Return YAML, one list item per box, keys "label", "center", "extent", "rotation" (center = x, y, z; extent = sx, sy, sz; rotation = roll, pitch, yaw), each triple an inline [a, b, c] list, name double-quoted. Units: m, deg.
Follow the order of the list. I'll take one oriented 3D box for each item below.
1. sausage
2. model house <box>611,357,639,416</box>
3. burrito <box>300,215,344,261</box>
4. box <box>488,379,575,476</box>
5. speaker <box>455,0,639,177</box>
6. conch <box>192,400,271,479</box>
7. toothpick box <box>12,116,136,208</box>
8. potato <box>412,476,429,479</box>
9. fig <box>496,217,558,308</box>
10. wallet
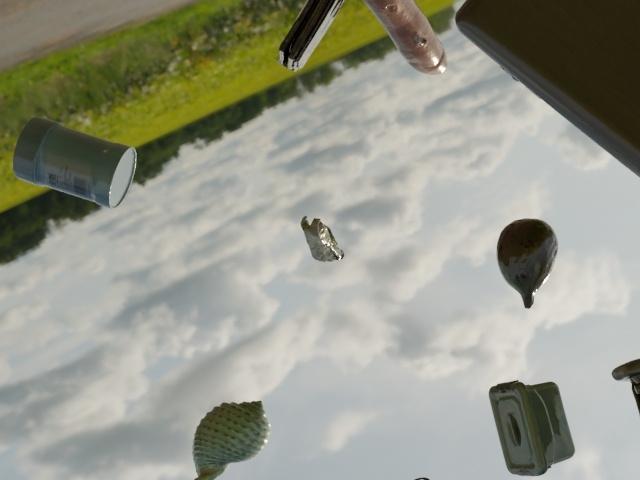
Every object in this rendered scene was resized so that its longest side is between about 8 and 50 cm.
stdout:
- label: "sausage"
  center: [0.174, -0.465, 2.026]
  extent: [0.094, 0.094, 0.419]
  rotation: [-14, 155, 21]
- label: "model house"
  center: [0.593, 0.259, 1.543]
  extent: [0.229, 0.188, 0.122]
  rotation: [-15, 175, -4]
- label: "burrito"
  center: [0.000, 0.000, 1.782]
  extent: [0.055, 0.041, 0.149]
  rotation: [-8, 151, 15]
- label: "box"
  center: [0.387, 0.333, 1.733]
  extent: [0.093, 0.172, 0.124]
  rotation: [-9, 172, -23]
- label: "speaker"
  center: [0.234, -0.128, 0.619]
  extent: [0.192, 0.231, 0.153]
  rotation: [-51, 168, 16]
- label: "conch"
  center: [-0.150, 0.316, 1.539]
  extent: [0.153, 0.102, 0.135]
  rotation: [-30, 168, -3]
- label: "toothpick box"
  center: [-0.366, -0.115, 1.430]
  extent: [0.153, 0.101, 0.101]
  rotation: [19, -164, 4]
- label: "potato"
  center: [0.130, 0.487, 1.366]
  extent: [0.120, 0.261, 0.100]
  rotation: [-27, 166, 30]
- label: "fig"
  center: [0.355, 0.039, 1.637]
  extent: [0.109, 0.154, 0.103]
  rotation: [-7, 179, -17]
- label: "wallet"
  center: [0.024, -0.273, 0.938]
  extent: [0.230, 0.042, 0.124]
  rotation: [-57, -176, 4]
